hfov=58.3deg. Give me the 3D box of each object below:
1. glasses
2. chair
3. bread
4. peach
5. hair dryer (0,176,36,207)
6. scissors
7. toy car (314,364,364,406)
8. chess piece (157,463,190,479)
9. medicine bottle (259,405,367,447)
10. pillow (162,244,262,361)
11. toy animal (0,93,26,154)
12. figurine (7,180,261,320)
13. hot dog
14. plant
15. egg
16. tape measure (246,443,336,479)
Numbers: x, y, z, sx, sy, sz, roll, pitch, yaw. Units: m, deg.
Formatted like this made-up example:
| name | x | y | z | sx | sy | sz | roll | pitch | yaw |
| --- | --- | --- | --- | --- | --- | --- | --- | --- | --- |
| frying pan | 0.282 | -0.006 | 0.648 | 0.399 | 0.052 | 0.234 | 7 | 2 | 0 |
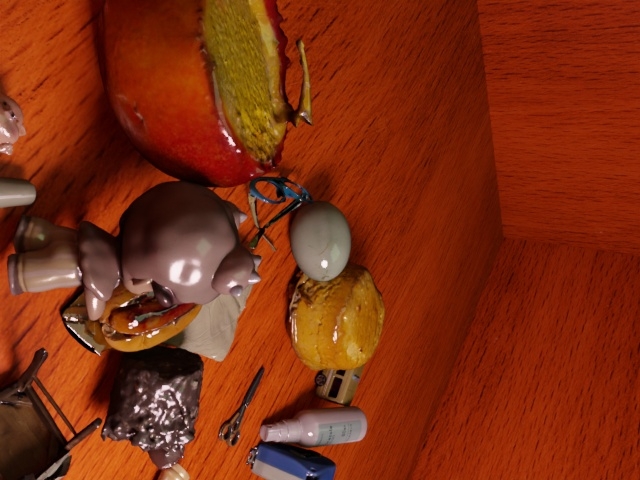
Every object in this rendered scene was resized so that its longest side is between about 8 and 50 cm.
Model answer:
| name | x | y | z | sx | sy | sz | roll | pitch | yaw |
| --- | --- | --- | --- | --- | --- | --- | --- | --- | --- |
| glasses | -0.106 | -0.061 | 1.455 | 0.239 | 0.102 | 0.206 | -12 | 108 | -58 |
| chair | -0.492 | 0.331 | 0.913 | 0.186 | 0.319 | 0.160 | 49 | 39 | 3 |
| bread | 0.053 | 0.215 | 1.705 | 0.358 | 0.204 | 0.336 | 58 | 44 | -45 |
| peach | -0.216 | -0.298 | 1.012 | 0.335 | 0.310 | 0.405 | -45 | 128 | -51 |
| hair dryer | -0.513 | -0.023 | 0.836 | 0.219 | 0.089 | 0.224 | -40 | 144 | -53 |
| scissors | -0.201 | 0.437 | 1.530 | 0.220 | 0.017 | 0.088 | -63 | 145 | -28 |
| toy car | 0.078 | 0.407 | 1.877 | 0.101 | 0.125 | 0.256 | 45 | 61 | -56 |
| chess piece | -0.353 | 0.556 | 1.272 | 0.122 | 0.066 | 0.066 | -48 | 137 | -35 |
| medicine bottle | -0.022 | 0.559 | 1.711 | 0.352 | 0.110 | 0.110 | 8 | 92 | -38 |
| pillow | -0.245 | 0.121 | 1.303 | 0.274 | 0.076 | 0.280 | 39 | 66 | -56 |
| toy animal | -0.491 | -0.169 | 0.819 | 0.150 | 0.089 | 0.083 | -40 | 152 | -52 |
| figurine | -0.298 | 0.010 | 0.943 | 0.381 | 0.248 | 0.203 | -5 | 124 | -14 |
| hot dog | -0.304 | 0.097 | 1.094 | 0.326 | 0.107 | 0.194 | -46 | 122 | -31 |
| plant | -0.328 | 0.325 | 1.131 | 0.178 | 0.204 | 0.233 | 15 | 101 | -21 |
| egg | 0.000 | 0.000 | 1.570 | 0.168 | 0.168 | 0.230 | 36 | 45 | -57 |
| tape measure | -0.009 | 0.653 | 1.586 | 0.215 | 0.352 | 0.097 | 31 | 74 | -55 |
